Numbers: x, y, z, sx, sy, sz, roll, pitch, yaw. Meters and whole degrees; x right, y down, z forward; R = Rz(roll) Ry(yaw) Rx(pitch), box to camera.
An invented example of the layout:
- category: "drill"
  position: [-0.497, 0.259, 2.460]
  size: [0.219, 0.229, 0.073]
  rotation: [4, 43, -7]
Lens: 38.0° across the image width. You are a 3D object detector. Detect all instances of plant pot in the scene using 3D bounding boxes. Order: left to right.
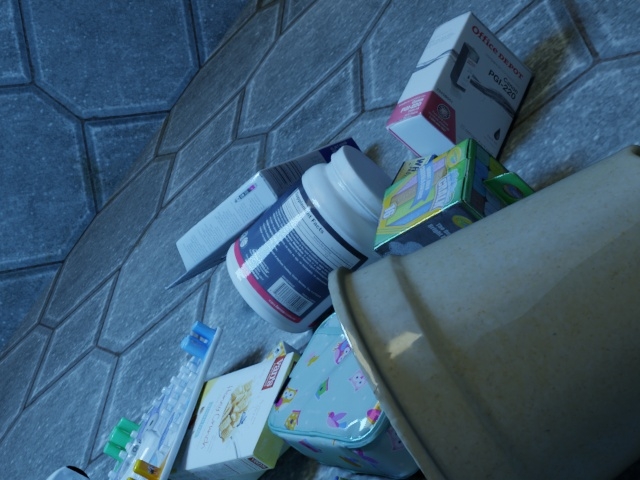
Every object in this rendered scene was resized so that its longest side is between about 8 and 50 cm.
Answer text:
- category: "plant pot"
  position: [0.225, 0.083, 0.862]
  size: [0.305, 0.334, 0.334]
  rotation: [-35, 26, 9]

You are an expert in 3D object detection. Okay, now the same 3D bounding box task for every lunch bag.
- category: "lunch bag"
  position: [0.059, 0.185, 1.217]
  size: [0.279, 0.108, 0.224]
  rotation: [-8, 48, 57]

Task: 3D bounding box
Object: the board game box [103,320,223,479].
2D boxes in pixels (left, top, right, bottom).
- category: "board game box"
  position: [-0.319, 0.369, 1.557]
  size: [0.390, 0.050, 0.390]
  rotation: [-50, 15, 34]

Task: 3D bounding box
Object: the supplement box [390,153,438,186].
- category: "supplement box"
  position: [0.169, -0.081, 1.437]
  size: [0.083, 0.083, 0.056]
  rotation: [-8, 47, 57]

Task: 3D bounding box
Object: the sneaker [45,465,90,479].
- category: "sneaker"
  position: [-0.545, 0.587, 1.688]
  size: [0.236, 0.130, 0.323]
  rotation: [-32, 35, 29]

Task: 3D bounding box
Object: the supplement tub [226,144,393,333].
- category: "supplement tub"
  position: [0.000, 0.000, 1.486]
  size: [0.272, 0.191, 0.191]
  rotation: [-43, 25, 17]

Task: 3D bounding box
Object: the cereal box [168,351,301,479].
- category: "cereal box"
  position: [-0.125, 0.269, 1.383]
  size: [0.240, 0.047, 0.173]
  rotation: [-26, 32, 45]

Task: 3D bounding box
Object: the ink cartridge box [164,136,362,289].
- category: "ink cartridge box"
  position: [-0.114, -0.056, 1.732]
  size: [0.330, 0.071, 0.324]
  rotation: [-34, -2, 34]

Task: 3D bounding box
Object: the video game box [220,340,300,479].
- category: "video game box"
  position: [-0.099, 0.280, 1.442]
  size: [0.205, 0.048, 0.187]
  rotation: [-47, 26, 10]

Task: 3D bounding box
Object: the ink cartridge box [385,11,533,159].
- category: "ink cartridge box"
  position: [0.221, -0.220, 1.450]
  size: [0.092, 0.158, 0.218]
  rotation: [-17, 41, 54]

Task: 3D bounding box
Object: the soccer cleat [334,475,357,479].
- category: "soccer cleat"
  position: [-0.039, 0.368, 1.112]
  size: [0.289, 0.121, 0.093]
  rotation: [-40, 26, 25]

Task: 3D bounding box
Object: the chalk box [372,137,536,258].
- category: "chalk box"
  position: [0.197, -0.038, 1.264]
  size: [0.213, 0.132, 0.132]
  rotation: [-30, 31, 37]
